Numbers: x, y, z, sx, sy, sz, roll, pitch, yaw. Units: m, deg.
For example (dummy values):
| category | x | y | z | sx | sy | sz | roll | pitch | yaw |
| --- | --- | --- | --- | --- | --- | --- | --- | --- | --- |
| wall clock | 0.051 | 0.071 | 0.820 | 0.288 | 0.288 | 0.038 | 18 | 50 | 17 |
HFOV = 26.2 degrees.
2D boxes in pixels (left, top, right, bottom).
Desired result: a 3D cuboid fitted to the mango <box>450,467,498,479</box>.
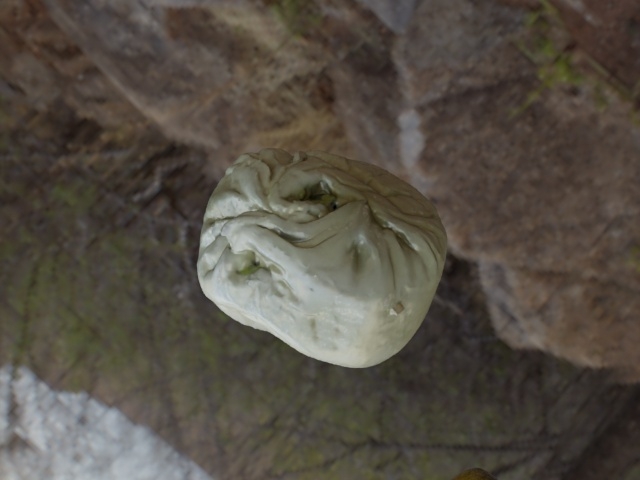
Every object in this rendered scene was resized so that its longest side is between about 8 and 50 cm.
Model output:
| category | x | y | z | sx | sy | sz | roll | pitch | yaw |
| --- | --- | --- | --- | --- | --- | --- | --- | --- | --- |
| mango | 0.233 | 0.572 | 2.357 | 0.221 | 0.378 | 0.264 | 14 | -160 | -8 |

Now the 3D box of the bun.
| category | x | y | z | sx | sy | sz | roll | pitch | yaw |
| --- | --- | --- | --- | --- | --- | --- | --- | --- | --- |
| bun | 0.000 | 0.000 | 1.199 | 0.229 | 0.229 | 0.145 | 33 | 150 | 26 |
